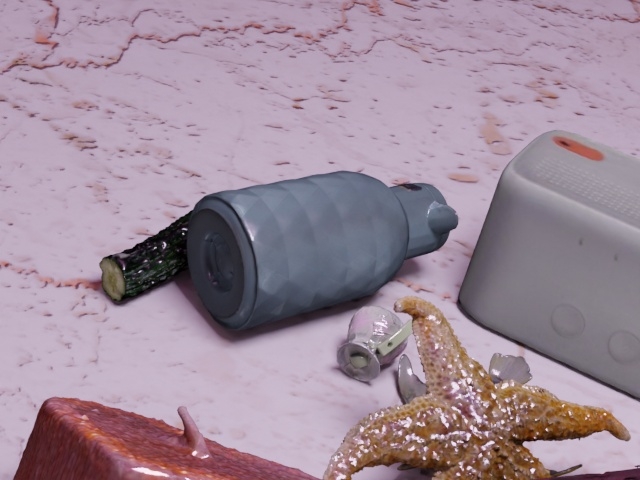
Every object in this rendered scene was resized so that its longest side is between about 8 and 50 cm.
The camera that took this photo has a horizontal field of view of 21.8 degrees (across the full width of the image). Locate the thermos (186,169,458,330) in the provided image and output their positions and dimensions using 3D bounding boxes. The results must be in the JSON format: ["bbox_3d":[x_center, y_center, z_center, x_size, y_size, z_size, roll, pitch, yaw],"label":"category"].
[{"bbox_3d":[0.000,0.000,1.788,0.286,0.145,0.182,-12,6,-34],"label":"thermos"}]

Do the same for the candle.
[{"bbox_3d":[-0.117,0.203,1.334,0.317,0.131,0.287,16,-1,20],"label":"candle"}]

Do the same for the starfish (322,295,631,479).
[{"bbox_3d":[0.148,0.198,1.507,0.302,0.060,0.299,13,64,-14],"label":"starfish"}]

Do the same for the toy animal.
[{"bbox_3d":[0.131,0.166,1.607,0.155,0.095,0.219,-18,42,-42],"label":"toy animal"}]

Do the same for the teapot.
[{"bbox_3d":[0.057,0.105,1.696,0.083,0.064,0.064,-20,22,42],"label":"teapot"}]

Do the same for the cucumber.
[{"bbox_3d":[-0.161,0.009,1.788,0.058,0.058,0.187,28,38,24],"label":"cucumber"}]

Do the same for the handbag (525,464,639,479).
[{"bbox_3d":[0.255,0.298,1.431,0.216,0.074,0.203,-3,49,-27],"label":"handbag"}]

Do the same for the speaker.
[{"bbox_3d":[0.365,0.046,1.771,0.406,0.184,0.183,25,36,19],"label":"speaker"}]
